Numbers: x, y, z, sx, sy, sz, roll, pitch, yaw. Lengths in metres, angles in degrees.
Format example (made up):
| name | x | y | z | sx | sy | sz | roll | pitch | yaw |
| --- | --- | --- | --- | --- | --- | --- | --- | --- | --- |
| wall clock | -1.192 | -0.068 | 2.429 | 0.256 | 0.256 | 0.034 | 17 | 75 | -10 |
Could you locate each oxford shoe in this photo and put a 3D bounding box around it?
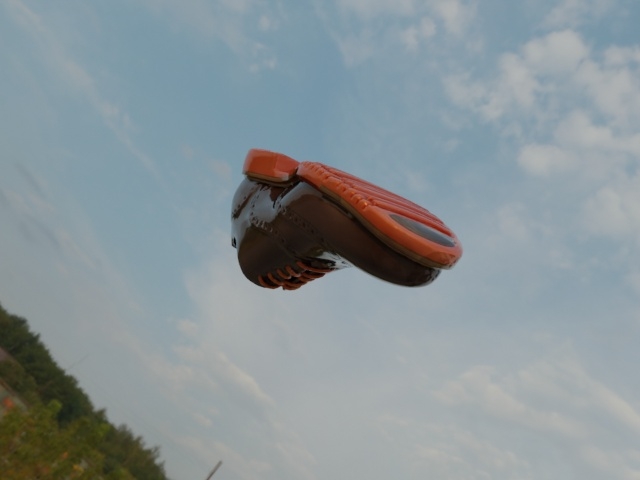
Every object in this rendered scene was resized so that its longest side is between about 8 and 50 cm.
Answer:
| name | x | y | z | sx | sy | sz | roll | pitch | yaw |
| --- | --- | --- | --- | --- | --- | --- | --- | --- | --- |
| oxford shoe | 0.000 | 0.000 | 0.413 | 0.097 | 0.098 | 0.271 | 21 | 3 | -24 |
